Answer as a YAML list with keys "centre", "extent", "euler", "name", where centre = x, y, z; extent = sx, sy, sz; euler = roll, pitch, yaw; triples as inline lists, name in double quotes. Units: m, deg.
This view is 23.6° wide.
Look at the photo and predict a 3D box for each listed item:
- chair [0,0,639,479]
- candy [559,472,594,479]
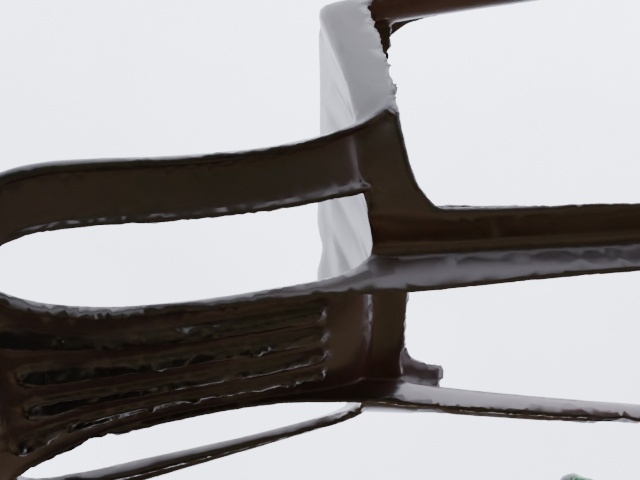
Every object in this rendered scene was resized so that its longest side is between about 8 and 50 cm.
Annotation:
- centre: [0.000, 0.000, 0.652]
  extent: [0.326, 0.183, 0.176]
  euler: [-3, -52, -6]
  name: "chair"
- centre: [0.271, 0.166, 0.720]
  extent: [0.335, 0.093, 0.092]
  euler: [20, -60, 0]
  name: "candy"
